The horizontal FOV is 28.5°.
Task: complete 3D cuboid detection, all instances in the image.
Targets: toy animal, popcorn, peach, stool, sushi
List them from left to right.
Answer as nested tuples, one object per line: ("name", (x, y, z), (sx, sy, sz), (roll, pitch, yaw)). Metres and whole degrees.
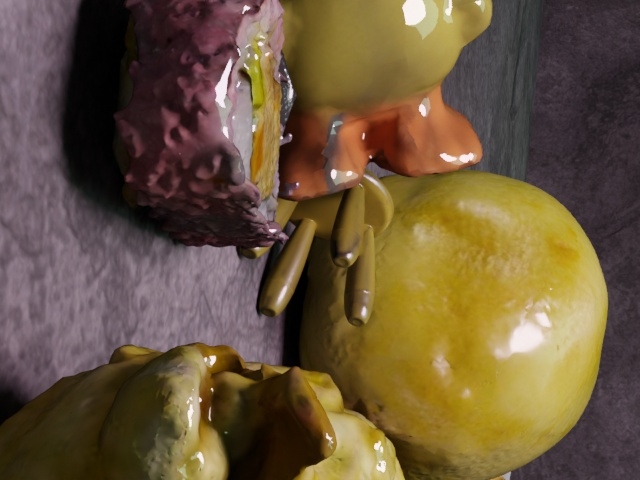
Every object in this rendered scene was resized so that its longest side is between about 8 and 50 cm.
("popcorn", (-0.061, 0.137, 0.661), (0.266, 0.233, 0.192), (110, 5, -52))
("sushi", (-0.072, -0.087, 0.826), (0.241, 0.107, 0.161), (55, 41, -78))
("stool", (0.000, 0.000, 1.100), (0.135, 0.134, 0.110), (34, 52, -18))
("toy animal", (0.020, -0.215, 1.001), (0.191, 0.216, 0.338), (-121, -158, -67))
("peach", (0.129, 0.091, 1.263), (0.281, 0.314, 0.315), (107, 1, -54))

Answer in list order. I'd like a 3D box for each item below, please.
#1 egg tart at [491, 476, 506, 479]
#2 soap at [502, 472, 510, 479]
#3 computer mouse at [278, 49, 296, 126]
("egg tart", (0.100, 0.312, 1.399), (0.202, 0.203, 0.147), (71, 37, -54))
("soap", (0.186, 0.272, 1.696), (0.347, 0.115, 0.208), (82, 12, -79))
("computer mouse", (-0.063, -0.124, 0.902), (0.047, 0.079, 0.135), (-58, 143, -69))
